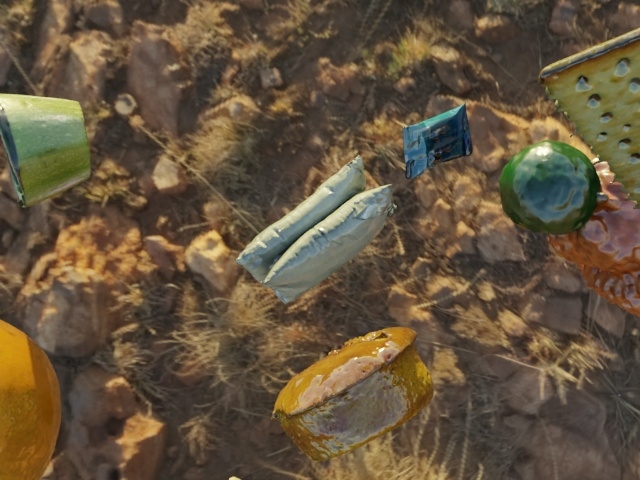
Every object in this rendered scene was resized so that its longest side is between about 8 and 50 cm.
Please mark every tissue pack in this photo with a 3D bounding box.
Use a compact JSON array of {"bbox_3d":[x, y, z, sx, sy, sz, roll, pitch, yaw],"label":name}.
[{"bbox_3d":[0.175,-0.144,1.199,0.028,0.138,0.085,20,127,44],"label":"tissue pack"}]

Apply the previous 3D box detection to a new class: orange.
[{"bbox_3d":[-0.506,0.242,1.107,0.312,0.312,0.312,-4,79,19],"label":"orange"}]

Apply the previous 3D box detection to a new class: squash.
[{"bbox_3d":[-0.408,-0.136,1.198,0.123,0.170,0.170,-11,72,-24],"label":"squash"}]

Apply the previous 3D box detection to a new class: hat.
[{"bbox_3d":[0.424,-0.015,1.220,0.400,0.285,0.285,8,81,-16],"label":"hat"}]

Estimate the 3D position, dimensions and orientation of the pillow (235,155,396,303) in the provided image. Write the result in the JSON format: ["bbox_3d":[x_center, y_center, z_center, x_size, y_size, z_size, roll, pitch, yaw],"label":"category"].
[{"bbox_3d":[0.000,0.000,0.930,0.181,0.134,0.078,-38,72,-5],"label":"pillow"}]

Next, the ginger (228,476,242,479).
[{"bbox_3d":[-0.017,0.320,0.770,0.065,0.149,0.258,-39,66,-8],"label":"ginger"}]

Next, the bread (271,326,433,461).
[{"bbox_3d":[0.068,0.277,1.516,0.312,0.312,0.172,-32,87,12],"label":"bread"}]

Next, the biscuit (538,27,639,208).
[{"bbox_3d":[0.257,-0.074,0.568,0.139,0.231,0.016,-19,52,35],"label":"biscuit"}]
